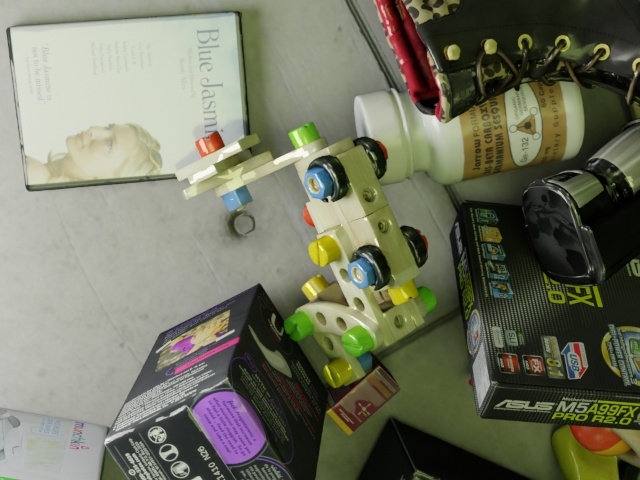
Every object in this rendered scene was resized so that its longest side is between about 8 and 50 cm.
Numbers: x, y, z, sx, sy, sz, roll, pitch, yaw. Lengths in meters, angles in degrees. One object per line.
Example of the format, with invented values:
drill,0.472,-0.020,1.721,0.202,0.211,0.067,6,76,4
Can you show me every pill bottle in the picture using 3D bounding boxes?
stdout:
pill bottle,0.159,-0.131,1.257,0.229,0.131,0.131,-12,102,-5

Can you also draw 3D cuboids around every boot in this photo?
boot,0.240,-0.177,1.130,0.284,0.138,0.377,-19,64,-10

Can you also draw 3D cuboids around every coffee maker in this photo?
coffee maker,0.323,-0.023,1.224,0.178,0.120,0.171,-31,83,-23

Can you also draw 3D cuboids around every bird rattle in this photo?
bird rattle,0.306,0.186,1.313,0.143,0.207,0.253,-45,113,-16

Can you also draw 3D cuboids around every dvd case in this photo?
dvd case,-0.206,-0.153,1.260,0.253,0.022,0.180,-5,102,-7

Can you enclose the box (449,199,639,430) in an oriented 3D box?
box,0.264,0.077,1.251,0.216,0.270,0.060,6,135,-8

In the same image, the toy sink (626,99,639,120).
toy sink,0.464,-0.107,1.297,0.153,0.131,0.234,-23,105,-3

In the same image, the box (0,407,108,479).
box,-0.351,0.277,1.202,0.231,0.262,0.126,12,99,-9

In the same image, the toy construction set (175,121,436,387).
toy construction set,0.000,0.000,1.232,0.151,0.215,0.327,-45,105,-30

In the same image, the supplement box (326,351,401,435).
supplement box,0.045,0.178,1.341,0.083,0.055,0.043,-42,105,2

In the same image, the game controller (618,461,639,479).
game controller,0.454,0.302,1.407,0.166,0.067,0.319,34,100,8

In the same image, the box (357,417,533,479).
box,0.155,0.411,1.335,0.294,0.183,0.296,25,98,-12

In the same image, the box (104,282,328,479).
box,-0.097,0.183,1.203,0.143,0.270,0.165,-28,103,12
